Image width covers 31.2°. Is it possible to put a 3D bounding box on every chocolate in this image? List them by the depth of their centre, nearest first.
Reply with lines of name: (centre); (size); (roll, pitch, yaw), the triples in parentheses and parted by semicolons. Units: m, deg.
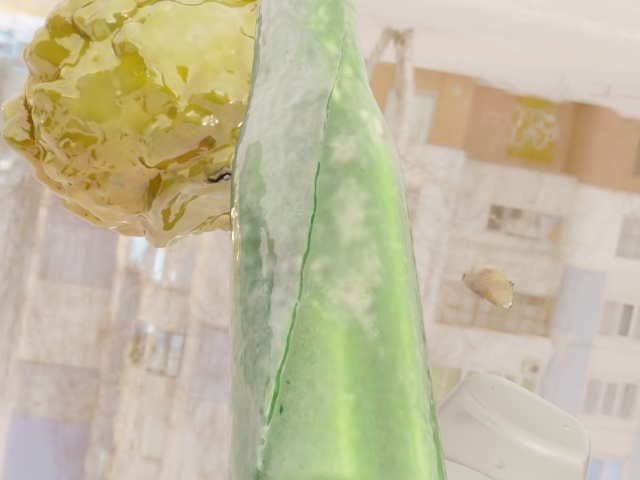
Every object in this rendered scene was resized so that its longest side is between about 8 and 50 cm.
chocolate: (0.000, 0.000, 0.572); (0.110, 0.291, 0.110); (-3, 157, -1)

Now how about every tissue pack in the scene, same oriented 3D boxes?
tissue pack: (0.186, 0.344, 1.420); (0.229, 0.236, 0.333); (27, -148, 15)

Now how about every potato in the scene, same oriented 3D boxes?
potato: (0.198, 0.048, 1.390); (0.036, 0.037, 0.093); (15, -165, -30)

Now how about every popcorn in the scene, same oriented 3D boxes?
popcorn: (-0.102, -0.085, 0.875); (0.266, 0.233, 0.192); (29, -152, -35)
